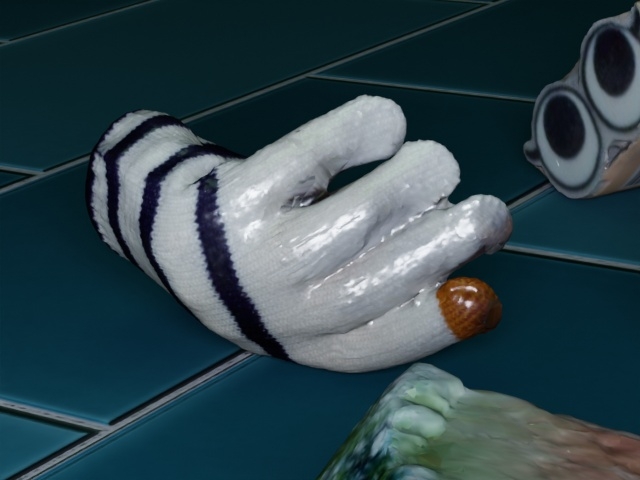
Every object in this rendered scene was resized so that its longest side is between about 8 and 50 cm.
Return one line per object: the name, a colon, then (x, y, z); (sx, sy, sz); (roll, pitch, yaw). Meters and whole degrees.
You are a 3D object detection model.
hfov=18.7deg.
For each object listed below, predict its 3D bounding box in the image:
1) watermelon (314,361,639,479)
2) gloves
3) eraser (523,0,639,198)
watermelon: (0.083, 0.142, 0.509); (0.302, 0.151, 0.264); (-5, 18, -9)
gloves: (-0.011, 0.005, 0.995); (0.131, 0.140, 0.218); (-37, 48, -29)
eraser: (0.293, -0.109, 1.295); (0.290, 0.087, 0.171); (-12, -23, -29)
